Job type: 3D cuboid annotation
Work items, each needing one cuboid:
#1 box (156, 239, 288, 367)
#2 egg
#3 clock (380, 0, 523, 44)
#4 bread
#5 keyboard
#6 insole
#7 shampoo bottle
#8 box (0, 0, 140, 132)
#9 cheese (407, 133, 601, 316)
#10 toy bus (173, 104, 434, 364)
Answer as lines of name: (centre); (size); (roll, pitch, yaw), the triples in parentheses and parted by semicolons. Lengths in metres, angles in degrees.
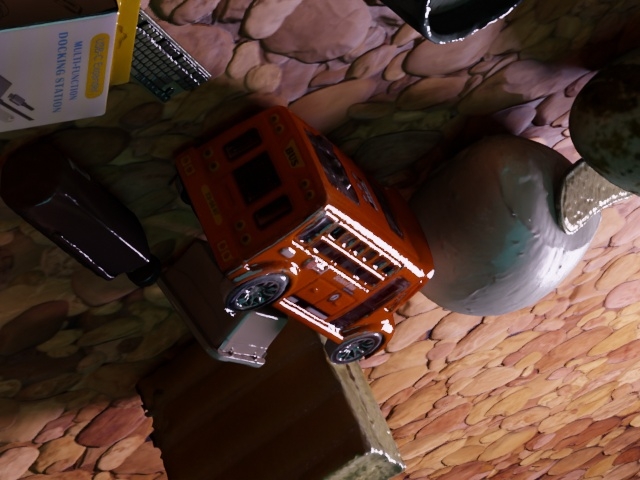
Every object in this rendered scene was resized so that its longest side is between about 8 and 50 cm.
box: (-0.092, 0.058, 1.610); (0.062, 0.122, 0.089); (-48, 148, 17)
egg: (0.348, -0.116, 1.621); (0.231, 0.169, 0.169); (-3, 147, -24)
clock: (0.162, -0.267, 1.179); (0.312, 0.061, 0.312); (-40, 167, -11)
bread: (-0.063, 0.195, 1.758); (0.246, 0.239, 0.111); (-37, 146, 18)
keyboard: (-0.133, -0.144, 1.307); (0.049, 0.015, 0.129); (-31, 154, 9)
insole: (0.299, -0.072, 1.702); (0.011, 0.081, 0.248); (3, -157, 35)
shampoo bottle: (-0.199, -0.012, 1.441); (0.067, 0.068, 0.236); (-29, 152, 6)
box: (-0.248, -0.123, 1.206); (0.247, 0.033, 0.129); (-12, 151, -19)
cheese: (0.176, -0.009, 1.684); (0.189, 0.154, 0.198); (-33, 152, 25)
toy bus: (0.000, 0.000, 1.553); (0.153, 0.143, 0.329); (-32, 152, 12)
